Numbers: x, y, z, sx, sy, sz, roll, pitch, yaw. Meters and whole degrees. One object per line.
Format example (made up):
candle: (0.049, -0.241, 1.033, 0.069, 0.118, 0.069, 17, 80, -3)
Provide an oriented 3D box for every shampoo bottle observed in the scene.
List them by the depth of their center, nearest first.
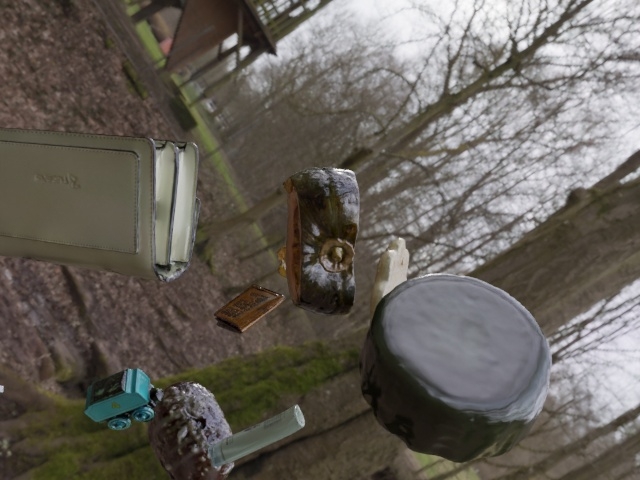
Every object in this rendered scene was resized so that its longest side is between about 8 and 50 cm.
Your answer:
shampoo bottle: (-0.136, 0.416, 1.334, 0.049, 0.213, 0.072, 62, 5, -12)

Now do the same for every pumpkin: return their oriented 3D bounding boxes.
pumpkin: (0.000, 0.000, 1.335, 0.222, 0.139, 0.316, -122, -152, -67)

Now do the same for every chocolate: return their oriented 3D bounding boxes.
chocolate: (-0.392, 0.578, 1.920, 0.340, 0.225, 0.210, 52, -36, 28)

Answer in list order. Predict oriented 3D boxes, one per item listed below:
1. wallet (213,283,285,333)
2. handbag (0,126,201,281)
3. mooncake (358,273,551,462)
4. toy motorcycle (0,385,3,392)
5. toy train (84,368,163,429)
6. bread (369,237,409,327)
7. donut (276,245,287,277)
wallet: (-0.205, 0.190, 1.763, 0.195, 0.161, 0.042, 6, -49, 60)
handbag: (-0.399, -0.067, 1.079, 0.160, 0.359, 0.236, -11, 107, -72)
mooncake: (0.254, 0.245, 1.216, 0.356, 0.357, 0.194, 57, -28, 38)
toy motorcycle: (-0.965, 0.399, 1.655, 0.150, 0.221, 0.102, 93, -11, -65)
toy train: (-0.541, 0.436, 1.728, 0.107, 0.198, 0.154, -103, 168, -47)
bread: (0.184, 0.146, 1.686, 0.316, 0.054, 0.315, 7, 90, -71)
donut: (-0.096, 0.063, 2.024, 0.043, 0.097, 0.108, -117, -152, -66)
